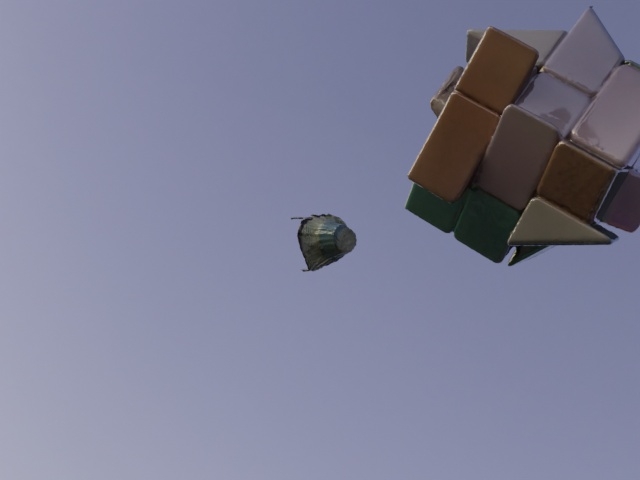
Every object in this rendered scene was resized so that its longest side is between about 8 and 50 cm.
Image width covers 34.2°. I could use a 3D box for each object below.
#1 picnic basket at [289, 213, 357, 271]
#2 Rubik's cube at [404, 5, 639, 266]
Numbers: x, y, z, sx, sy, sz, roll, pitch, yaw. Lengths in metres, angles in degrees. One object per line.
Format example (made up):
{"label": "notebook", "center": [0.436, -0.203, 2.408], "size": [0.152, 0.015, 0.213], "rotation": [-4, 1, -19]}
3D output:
{"label": "picnic basket", "center": [0.000, 0.000, 1.183], "size": [0.083, 0.083, 0.065], "rotation": [-10, -78, 47]}
{"label": "Rubik's cube", "center": [0.340, -0.133, 1.603], "size": [0.358, 0.368, 0.387], "rotation": [33, -17, 20]}
